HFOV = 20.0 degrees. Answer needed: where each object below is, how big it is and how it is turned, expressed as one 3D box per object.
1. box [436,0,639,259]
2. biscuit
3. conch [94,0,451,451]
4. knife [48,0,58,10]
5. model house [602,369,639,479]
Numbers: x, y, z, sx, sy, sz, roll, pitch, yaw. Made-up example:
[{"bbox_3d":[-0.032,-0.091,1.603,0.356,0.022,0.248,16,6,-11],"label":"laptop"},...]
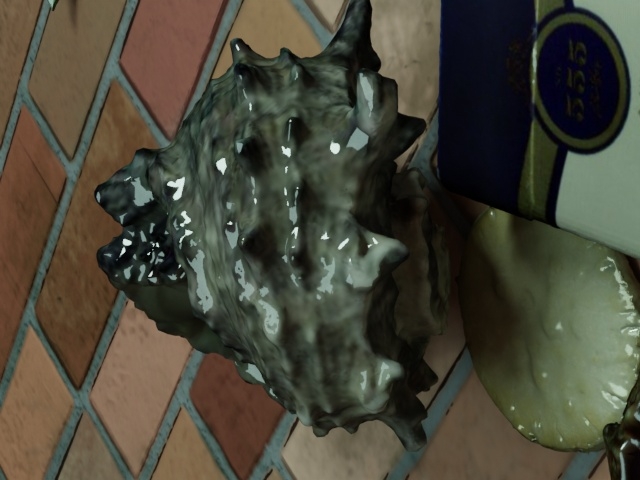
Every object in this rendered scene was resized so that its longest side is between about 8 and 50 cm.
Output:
[{"bbox_3d":[0.159,-0.076,0.853,0.259,0.071,0.168,22,119,49],"label":"box"},{"bbox_3d":[0.123,0.045,0.988,0.152,0.020,0.152,21,117,51],"label":"biscuit"},{"bbox_3d":[-0.003,0.012,1.011,0.241,0.186,0.313,65,155,10],"label":"conch"},{"bbox_3d":[-0.213,-0.264,1.370,0.022,0.026,0.184,133,124,-84],"label":"knife"},{"bbox_3d":[0.188,0.108,0.853,0.152,0.106,0.165,3,99,62],"label":"model house"}]
